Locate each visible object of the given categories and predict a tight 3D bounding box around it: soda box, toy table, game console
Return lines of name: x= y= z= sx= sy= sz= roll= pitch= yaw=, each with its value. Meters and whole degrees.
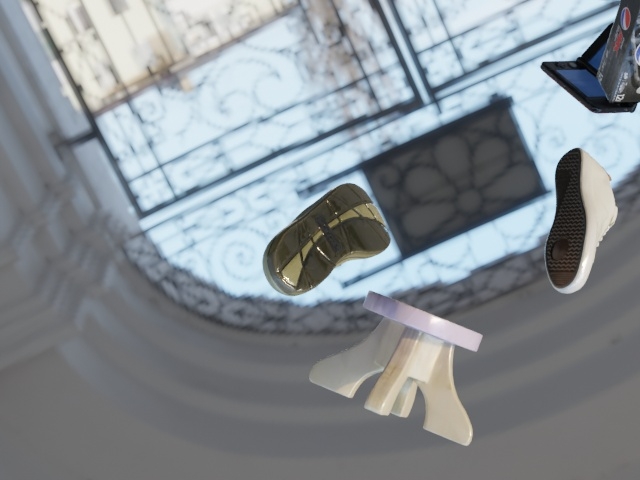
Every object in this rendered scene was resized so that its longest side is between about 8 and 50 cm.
soda box: x=0.404 y=-0.257 z=1.744 sx=0.053 sy=0.169 sz=0.060 roll=-3 pitch=-135 yaw=-11
toy table: x=0.127 y=0.178 z=1.992 sx=0.252 sy=0.161 sz=0.274 roll=21 pitch=177 yaw=26
game console: x=0.422 y=-0.260 z=2.044 sx=0.124 sy=0.085 sz=0.144 roll=-5 pitch=-143 yaw=-32

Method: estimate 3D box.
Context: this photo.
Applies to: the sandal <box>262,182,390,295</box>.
sandal: x=-0.001 y=-0.001 z=2.026 sx=0.086 sy=0.120 sz=0.302 roll=-27 pitch=180 yaw=41

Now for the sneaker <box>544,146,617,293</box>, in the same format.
sneaker: x=0.474 y=-0.022 z=2.408 sx=0.106 sy=0.123 sz=0.290 roll=-27 pitch=-139 yaw=47
